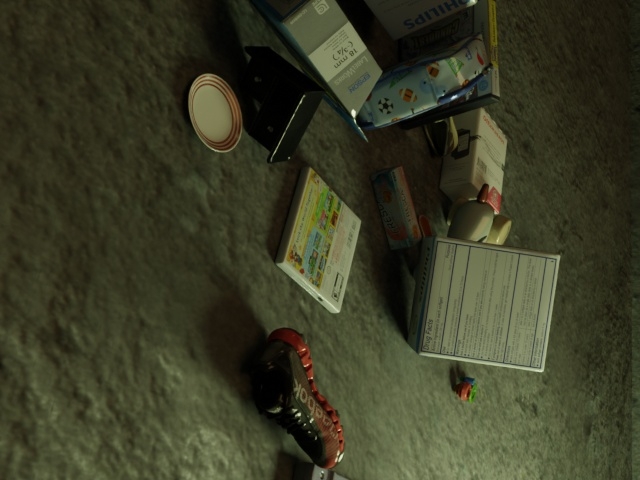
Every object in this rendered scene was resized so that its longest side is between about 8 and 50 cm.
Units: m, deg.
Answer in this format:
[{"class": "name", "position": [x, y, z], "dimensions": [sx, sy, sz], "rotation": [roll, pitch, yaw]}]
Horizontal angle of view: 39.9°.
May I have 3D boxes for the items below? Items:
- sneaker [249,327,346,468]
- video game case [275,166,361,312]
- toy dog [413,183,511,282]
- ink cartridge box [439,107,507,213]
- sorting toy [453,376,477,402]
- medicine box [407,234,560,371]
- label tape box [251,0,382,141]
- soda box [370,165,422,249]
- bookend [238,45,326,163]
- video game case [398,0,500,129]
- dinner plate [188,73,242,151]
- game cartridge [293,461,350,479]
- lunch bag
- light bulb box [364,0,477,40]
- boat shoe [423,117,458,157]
[{"class": "sneaker", "position": [-0.047, 0.301, 1.576], "dimensions": [0.135, 0.097, 0.276], "rotation": [-35, 106, -51]}, {"class": "video game case", "position": [0.000, 0.000, 1.780], "dimensions": [0.206, 0.026, 0.227], "rotation": [44, 50, -42]}, {"class": "toy dog", "position": [0.349, -0.021, 2.149], "dimensions": [0.334, 0.220, 0.161], "rotation": [-67, 162, -49]}, {"class": "ink cartridge box", "position": [0.409, -0.207, 2.346], "dimensions": [0.172, 0.100, 0.237], "rotation": [38, 54, -45]}, {"class": "sorting toy", "position": [0.361, 0.371, 2.213], "dimensions": [0.102, 0.042, 0.061], "rotation": [32, 73, -62]}, {"class": "medicine box", "position": [0.362, 0.137, 1.979], "dimensions": [0.149, 0.289, 0.264], "rotation": [-163, -98, -87]}, {"class": "label tape box", "position": [-0.002, -0.371, 1.650], "dimensions": [0.334, 0.106, 0.241], "rotation": [47, 4, -46]}, {"class": "soda box", "position": [0.174, -0.074, 2.016], "dimensions": [0.063, 0.058, 0.183], "rotation": [-31, 108, -53]}, {"class": "bookend", "position": [-0.096, -0.253, 1.638], "dimensions": [0.157, 0.156, 0.072], "rotation": [41, 29, 20]}, {"class": "video game case", "position": [0.296, -0.411, 2.075], "dimensions": [0.035, 0.274, 0.248], "rotation": [12, 73, -43]}, {"class": "dinner plate", "position": [-0.189, -0.225, 1.563], "dimensions": [0.141, 0.017, 0.141], "rotation": [16, 70, -54]}, {"class": "game cartridge", "position": [0.053, 0.587, 1.703], "dimensions": [0.355, 0.068, 0.230], "rotation": [38, 49, -45]}, {"class": "lunch bag", "position": [0.228, -0.353, 1.940], "dimensions": [0.243, 0.303, 0.115], "rotation": [-42, 113, -51]}, {"class": "light bulb box", "position": [0.169, -0.716, 1.959], "dimensions": [0.361, 0.225, 0.358], "rotation": [43, 39, -42]}, {"class": "boat shoe", "position": [0.290, -0.313, 2.217], "dimensions": [0.073, 0.080, 0.224], "rotation": [-56, 132, -51]}]
